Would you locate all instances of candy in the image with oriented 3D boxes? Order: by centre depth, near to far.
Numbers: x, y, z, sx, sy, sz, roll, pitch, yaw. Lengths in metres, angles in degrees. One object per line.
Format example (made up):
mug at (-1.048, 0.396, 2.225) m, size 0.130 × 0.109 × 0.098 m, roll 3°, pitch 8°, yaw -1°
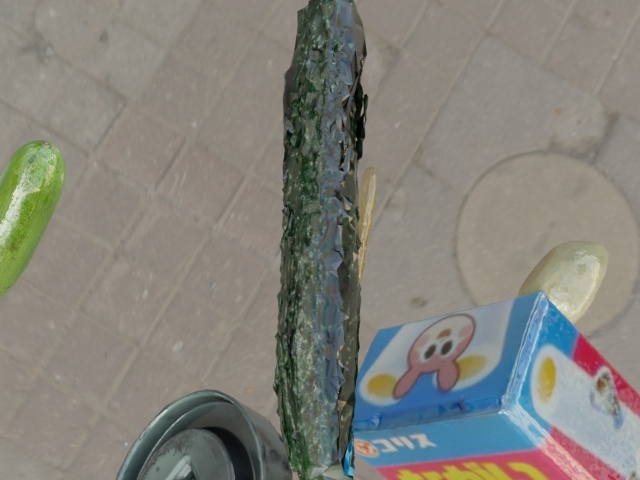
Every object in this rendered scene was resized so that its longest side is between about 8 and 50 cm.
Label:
candy at (0.171, 0.173, 0.815) m, size 0.306 × 0.157 × 0.100 m, roll 42°, pitch 53°, yaw -25°

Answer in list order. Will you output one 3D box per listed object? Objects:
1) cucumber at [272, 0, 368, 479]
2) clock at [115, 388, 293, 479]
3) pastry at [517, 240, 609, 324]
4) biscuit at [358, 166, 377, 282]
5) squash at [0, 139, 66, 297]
cucumber at (0.000, 0.000, 0.563) m, size 0.044 × 0.043 × 0.256 m, roll -2°, pitch 73°, yaw 10°
clock at (-0.153, 0.336, 1.374) m, size 0.061 × 0.312 × 0.312 m, roll 27°, pitch 74°, yaw -37°
pastry at (0.362, 0.064, 1.700) m, size 0.092 × 0.156 × 0.156 m, roll 39°, pitch 76°, yaw -1°
biscuit at (0.049, -0.015, 1.340) m, size 0.018 × 0.071 × 0.147 m, roll 8°, pitch 102°, yaw -7°
squash at (-0.479, -0.007, 1.741) m, size 0.101 × 0.378 × 0.101 m, roll 26°, pitch 34°, yaw -19°
